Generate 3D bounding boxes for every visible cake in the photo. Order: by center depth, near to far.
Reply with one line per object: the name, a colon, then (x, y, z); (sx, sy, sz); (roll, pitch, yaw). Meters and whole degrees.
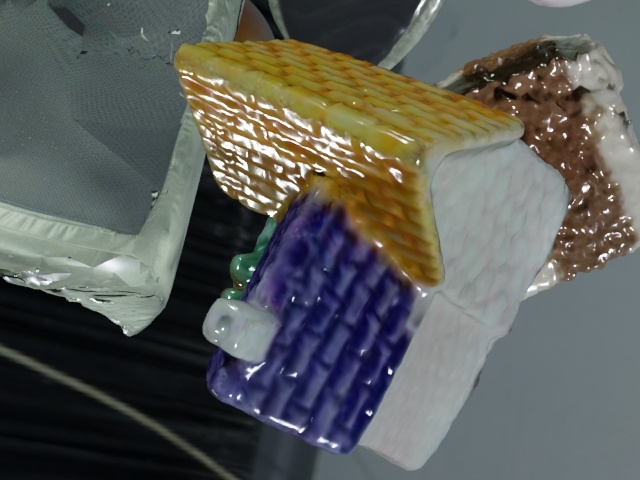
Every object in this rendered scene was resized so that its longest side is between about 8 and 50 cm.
cake: (0.118, -0.042, 0.807); (0.147, 0.134, 0.135); (-21, 102, 10)

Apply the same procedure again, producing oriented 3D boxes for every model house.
model house: (0.000, 0.000, 0.368); (0.088, 0.100, 0.100); (26, 89, 30)

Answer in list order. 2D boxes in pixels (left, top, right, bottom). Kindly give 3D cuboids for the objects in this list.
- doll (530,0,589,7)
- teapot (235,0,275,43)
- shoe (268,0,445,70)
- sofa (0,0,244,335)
doll: (0.136, -0.120, 0.411); (0.160, 0.161, 0.059); (-45, 31, 24)
teapot: (-0.102, -0.106, 0.945); (0.178, 0.252, 0.135); (129, 151, -73)
shoe: (0.039, -0.195, 0.693); (0.099, 0.112, 0.227); (13, 105, 10)
sofa: (-0.165, -0.076, 0.707); (0.176, 0.225, 0.210); (147, 135, -76)
